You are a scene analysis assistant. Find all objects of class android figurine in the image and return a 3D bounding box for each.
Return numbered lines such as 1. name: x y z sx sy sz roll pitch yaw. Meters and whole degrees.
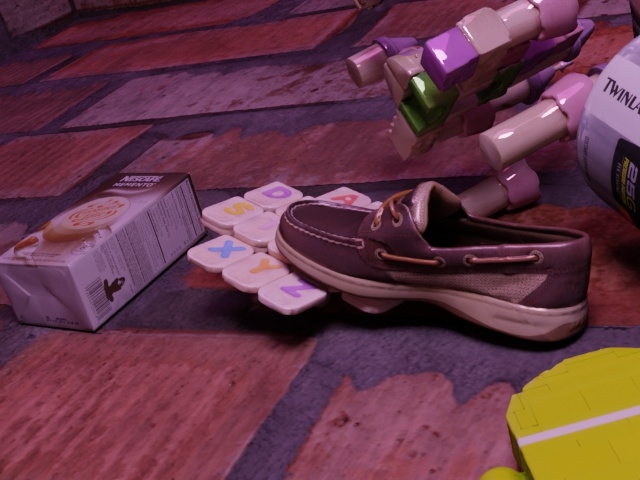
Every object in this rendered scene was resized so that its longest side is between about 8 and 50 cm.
1. android figurine: 0.236 0.168 0.685 0.248 0.056 0.273 -17 28 0

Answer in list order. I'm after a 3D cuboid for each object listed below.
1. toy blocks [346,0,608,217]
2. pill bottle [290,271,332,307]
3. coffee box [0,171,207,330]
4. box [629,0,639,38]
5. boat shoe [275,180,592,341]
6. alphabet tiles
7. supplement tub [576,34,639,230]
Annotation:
1. toy blocks: 0.207 -0.217 1.073 0.260 0.309 0.288 -28 -12 -12
2. pill bottle: -0.031 0.052 1.074 0.083 0.043 0.043 2 31 33
3. coffee box: -0.281 0.007 1.238 0.141 0.098 0.246 2 31 31
4. box: 0.462 -0.180 1.084 0.167 0.203 0.168 -10 26 13
5. boat shoe: 0.107 -0.006 0.952 0.342 0.123 0.123 18 32 30
6. alphabet tiles: 0.000 0.000 1.088 0.284 0.021 0.278 26 34 36
7. supplement tub: 0.396 -0.045 0.811 0.207 0.207 0.338 -21 38 -12
